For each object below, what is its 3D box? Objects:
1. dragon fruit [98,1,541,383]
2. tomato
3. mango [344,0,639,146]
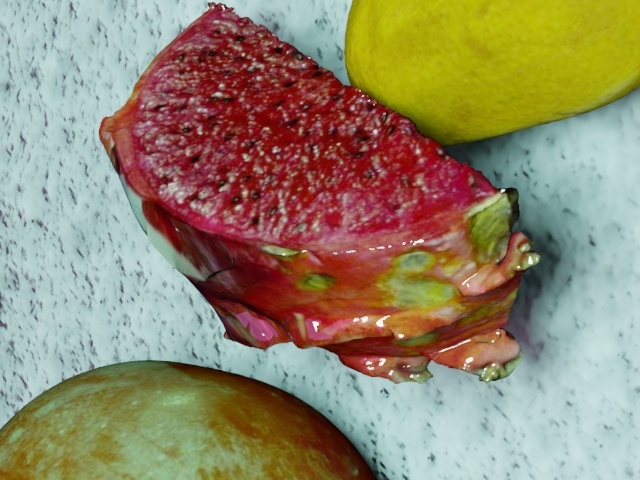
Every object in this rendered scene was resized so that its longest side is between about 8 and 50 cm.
[{"bbox_3d":[-0.007,0.010,0.908,0.274,0.126,0.161,37,158,44],"label":"dragon fruit"},{"bbox_3d":[-0.094,0.201,0.983,0.270,0.222,0.270,10,106,37],"label":"tomato"},{"bbox_3d":[0.095,-0.121,0.853,0.227,0.109,0.147,-42,75,37],"label":"mango"}]
